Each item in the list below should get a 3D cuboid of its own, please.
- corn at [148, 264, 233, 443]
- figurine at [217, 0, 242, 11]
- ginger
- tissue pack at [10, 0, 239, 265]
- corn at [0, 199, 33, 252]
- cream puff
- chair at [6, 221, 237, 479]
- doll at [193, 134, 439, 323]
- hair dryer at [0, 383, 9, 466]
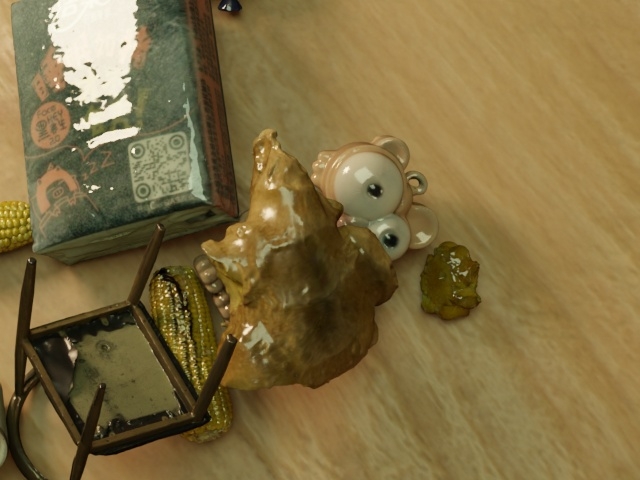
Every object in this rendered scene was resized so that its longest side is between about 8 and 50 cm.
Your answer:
[{"bbox_3d":[-0.145,0.122,1.575,0.072,0.072,0.203,-12,72,-5],"label":"corn"},{"bbox_3d":[-0.100,-0.379,1.717,0.102,0.111,0.195,23,71,7],"label":"figurine"},{"bbox_3d":[-0.022,0.022,1.491,0.219,0.123,0.270,-3,99,-26],"label":"ginger"},{"bbox_3d":[-0.223,-0.150,1.614,0.228,0.103,0.315,-14,72,16],"label":"tissue pack"},{"bbox_3d":[-0.421,-0.006,1.613,0.206,0.067,0.067,-10,73,-6],"label":"corn"},{"bbox_3d":[0.148,0.046,1.617,0.058,0.083,0.083,-1,50,-48],"label":"cream puff"},{"bbox_3d":[-0.219,0.138,1.484,0.166,0.272,0.188,-16,60,-34],"label":"chair"},{"bbox_3d":[-0.002,-0.001,1.598,0.278,0.119,0.154,-37,103,-1],"label":"doll"},{"bbox_3d":[-0.426,0.246,1.525,0.236,0.131,0.073,-45,117,6],"label":"hair dryer"}]
